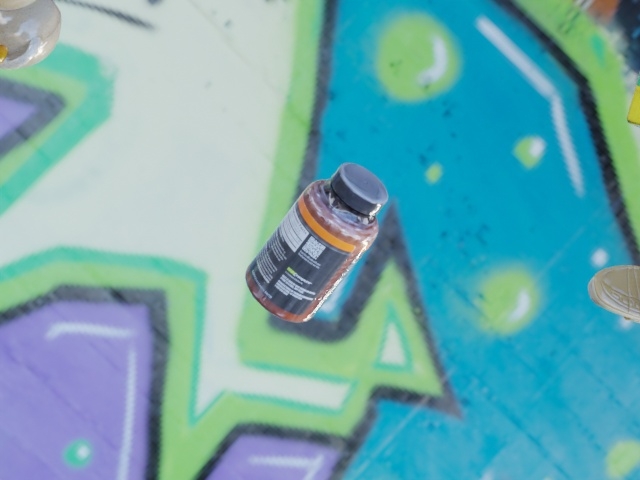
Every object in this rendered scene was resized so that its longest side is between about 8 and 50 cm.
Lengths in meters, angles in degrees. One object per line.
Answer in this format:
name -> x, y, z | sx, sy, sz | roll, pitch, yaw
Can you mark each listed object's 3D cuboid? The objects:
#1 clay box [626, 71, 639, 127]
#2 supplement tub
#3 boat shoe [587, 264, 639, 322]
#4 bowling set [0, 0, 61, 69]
clay box -> 0.341, -0.074, 0.936 | 0.222, 0.053, 0.127 | 17, 6, 26
supplement tub -> 0.000, 0.000, 1.611 | 0.106, 0.198, 0.106 | 28, 30, -18
boat shoe -> 0.357, 0.068, 1.463 | 0.170, 0.063, 0.059 | 10, -24, -25
bowling set -> -0.172, -0.165, 0.728 | 0.154, 0.287, 0.200 | 10, -38, 7
